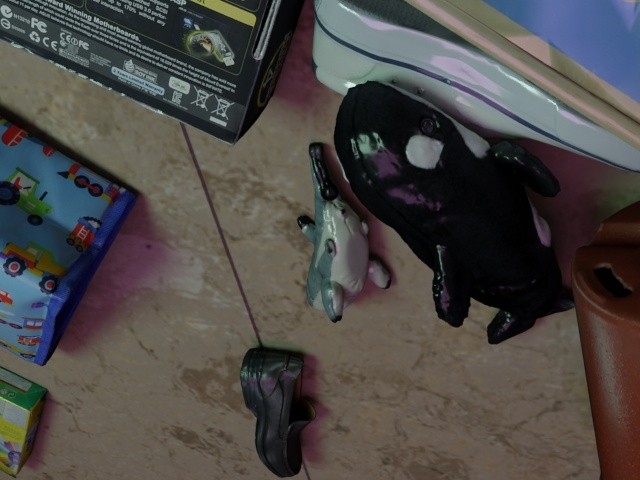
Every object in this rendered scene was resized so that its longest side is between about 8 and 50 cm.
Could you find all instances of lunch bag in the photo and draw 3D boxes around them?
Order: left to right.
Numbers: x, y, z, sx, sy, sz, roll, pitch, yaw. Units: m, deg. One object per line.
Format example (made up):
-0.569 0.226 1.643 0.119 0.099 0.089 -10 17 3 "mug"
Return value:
-0.341 0.019 0.737 0.221 0.138 0.293 32 139 -9 "lunch bag"

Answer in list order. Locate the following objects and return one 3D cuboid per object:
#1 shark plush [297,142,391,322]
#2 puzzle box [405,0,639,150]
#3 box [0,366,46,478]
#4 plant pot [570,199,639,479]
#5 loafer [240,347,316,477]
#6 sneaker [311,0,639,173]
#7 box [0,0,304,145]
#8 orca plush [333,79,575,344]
0.000 0.000 0.641 0.067 0.073 0.161 22 143 43 "shark plush"
0.150 -0.194 0.313 0.409 0.052 0.272 31 112 -4 "puzzle box"
-0.413 0.230 0.964 0.105 0.043 0.179 27 127 -2 "box"
0.295 0.112 0.503 0.272 0.272 0.265 -11 114 26 "plant pot"
-0.035 0.185 0.788 0.061 0.062 0.170 -2 126 14 "loafer"
0.115 -0.105 0.510 0.258 0.094 0.091 25 148 5 "sneaker"
-0.178 -0.276 0.466 0.395 0.097 0.318 24 131 1 "box"
0.092 0.018 0.543 0.151 0.102 0.287 8 152 31 "orca plush"
